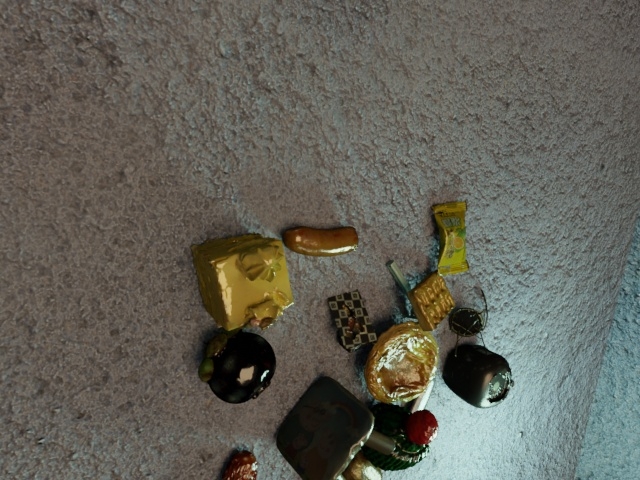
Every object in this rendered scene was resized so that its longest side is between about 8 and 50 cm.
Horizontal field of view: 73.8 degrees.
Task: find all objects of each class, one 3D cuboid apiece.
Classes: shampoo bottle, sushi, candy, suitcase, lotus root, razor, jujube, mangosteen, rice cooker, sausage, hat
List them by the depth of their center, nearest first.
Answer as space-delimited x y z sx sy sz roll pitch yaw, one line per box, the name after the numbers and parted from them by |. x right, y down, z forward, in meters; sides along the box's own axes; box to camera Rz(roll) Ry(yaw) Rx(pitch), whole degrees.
-0.251 0.372 1.292 0.243 0.243 0.242 -7 104 -29 | mangosteen
-0.001 0.000 1.416 0.271 0.109 0.108 2 99 -31 | sausage
-0.271 0.796 1.424 0.112 0.109 0.176 22 78 -68 | jujube
0.109 0.284 1.540 0.139 0.031 0.201 -9 68 -26 | sushi
0.131 0.356 1.572 0.126 0.086 0.059 -20 116 -27 | suitcase
0.311 0.709 1.600 0.274 0.242 0.332 3 140 -25 | hat
0.337 0.196 1.671 0.056 0.111 0.277 -37 108 -30 | razor
0.166 0.922 1.681 0.260 0.129 0.145 48 45 -26 | lotus root
0.537 -0.009 1.732 0.187 0.081 0.297 -7 92 -28 | candy
0.435 0.674 1.840 0.087 0.049 0.233 27 86 -30 | shampoo bottle
0.702 0.597 1.879 0.267 0.224 0.267 -6 102 -31 | rice cooker

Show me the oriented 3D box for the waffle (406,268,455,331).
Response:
0.433 0.230 1.660 0.274 0.057 0.168 -25 88 -51 | waffle

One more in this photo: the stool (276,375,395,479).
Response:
0.054 0.688 1.478 0.310 0.310 0.226 -50 127 -11 | stool

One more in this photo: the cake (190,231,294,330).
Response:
-0.211 0.109 1.202 0.223 0.286 0.227 -19 109 -26 | cake

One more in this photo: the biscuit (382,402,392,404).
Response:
0.278 0.708 1.775 0.091 0.015 0.078 31 84 -32 | biscuit

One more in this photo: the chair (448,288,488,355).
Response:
0.648 0.356 1.854 0.325 0.170 0.159 -52 128 -64 | chair

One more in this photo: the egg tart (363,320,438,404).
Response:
0.303 0.464 1.662 0.352 0.150 0.351 -6 104 -26 | egg tart
